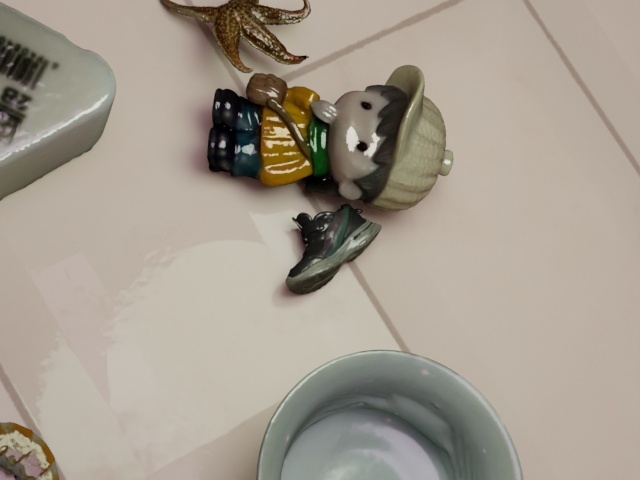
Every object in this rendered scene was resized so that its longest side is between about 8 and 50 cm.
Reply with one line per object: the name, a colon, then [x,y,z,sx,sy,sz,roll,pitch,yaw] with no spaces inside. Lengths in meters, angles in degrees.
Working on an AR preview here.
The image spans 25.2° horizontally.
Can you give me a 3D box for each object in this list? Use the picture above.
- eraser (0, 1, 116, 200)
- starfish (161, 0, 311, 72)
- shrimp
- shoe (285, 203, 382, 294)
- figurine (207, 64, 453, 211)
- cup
eraser: [-0.425,-0.184,1.872,0.331,0.150,0.331,7,68,-17]
starfish: [-0.123,-0.315,2.038,0.238,0.057,0.213,18,41,2]
shrimp: [-0.400,0.305,1.751,0.161,0.049,0.166,-5,74,-25]
shoe: [0.000,0.000,1.978,0.169,0.071,0.099,-36,81,-29]
figurine: [0.014,-0.136,2.000,0.332,0.204,0.185,-2,68,13]
cup: [0.069,0.327,1.819,0.347,0.163,0.347,6,67,-15]
